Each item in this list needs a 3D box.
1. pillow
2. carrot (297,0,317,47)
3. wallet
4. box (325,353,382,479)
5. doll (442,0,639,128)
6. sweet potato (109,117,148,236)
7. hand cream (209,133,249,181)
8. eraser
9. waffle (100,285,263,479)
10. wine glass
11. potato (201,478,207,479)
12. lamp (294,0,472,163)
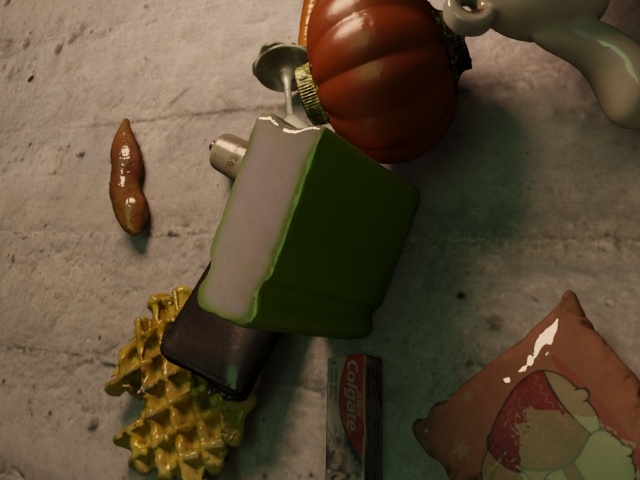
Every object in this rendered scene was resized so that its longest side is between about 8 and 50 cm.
[{"bbox_3d":[0.228,0.200,0.705,0.223,0.084,0.236,-42,60,14],"label":"pillow"},{"bbox_3d":[0.011,-0.366,1.052,0.271,0.066,0.062,-64,10,3],"label":"carrot"},{"bbox_3d":[-0.099,0.073,0.942,0.149,0.044,0.250,23,73,27],"label":"wallet"},{"bbox_3d":[0.038,0.240,0.843,0.055,0.039,0.218,-9,70,32],"label":"box"},{"bbox_3d":[0.247,-0.339,0.776,0.366,0.376,0.187,-51,10,-13],"label":"doll"},{"bbox_3d":[-0.306,-0.099,1.172,0.065,0.051,0.219,-28,60,27],"label":"sweet potato"},{"bbox_3d":[-0.083,-0.097,1.029,0.186,0.054,0.087,28,87,28],"label":"hand cream"},{"bbox_3d":[0.000,0.000,0.809,0.092,0.274,0.210,19,87,27],"label":"eraser"},{"bbox_3d":[-0.183,0.195,0.993,0.250,0.056,0.261,21,82,35],"label":"waffle"},{"bbox_3d":[-0.038,-0.168,0.971,0.122,0.122,0.183,-23,53,26],"label":"wine glass"},{"bbox_3d":[-0.114,0.418,0.823,0.173,0.140,0.300,-31,64,27],"label":"potato"},{"bbox_3d":[0.072,-0.197,0.854,0.196,0.223,0.223,-18,65,12],"label":"lamp"}]
